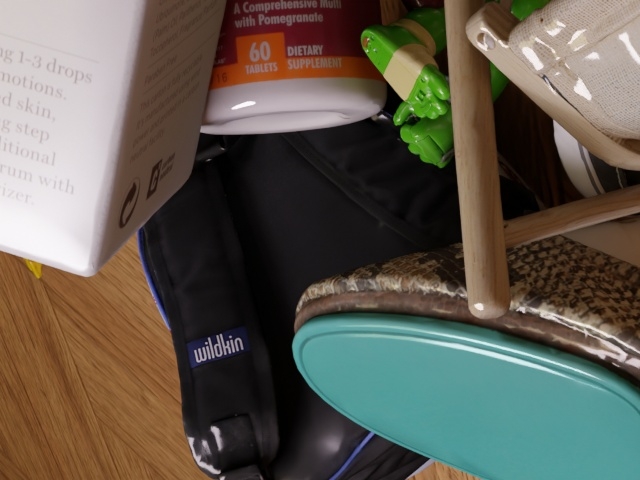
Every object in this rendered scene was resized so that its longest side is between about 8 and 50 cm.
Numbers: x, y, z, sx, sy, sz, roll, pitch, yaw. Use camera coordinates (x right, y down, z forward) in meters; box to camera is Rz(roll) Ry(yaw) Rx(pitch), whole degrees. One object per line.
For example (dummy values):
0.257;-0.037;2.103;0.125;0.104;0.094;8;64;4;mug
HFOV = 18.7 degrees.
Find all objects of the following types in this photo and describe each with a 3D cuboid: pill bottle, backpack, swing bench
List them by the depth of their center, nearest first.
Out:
0.146;-0.134;0.769;0.253;0.165;0.254;-30;77;57;swing bench
-0.030;-0.177;1.108;0.121;0.121;0.221;167;98;-67;pill bottle
0.023;0.012;1.219;0.263;0.276;0.213;56;-171;24;backpack

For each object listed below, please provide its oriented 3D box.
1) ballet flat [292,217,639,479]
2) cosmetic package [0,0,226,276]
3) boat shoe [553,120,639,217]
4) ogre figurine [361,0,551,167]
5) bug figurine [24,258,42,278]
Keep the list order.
0.217;0.077;0.968;0.483;0.182;0.164;19;147;36;ballet flat
-0.149;-0.238;0.934;0.230;0.161;0.453;18;114;8;cosmetic package
0.171;-0.093;0.984;0.076;0.080;0.228;38;146;40;boat shoe
0.066;-0.151;1.050;0.197;0.118;0.097;58;154;-12;ogre figurine
-0.292;-0.104;1.747;0.216;0.072;0.279;47;163;36;bug figurine
